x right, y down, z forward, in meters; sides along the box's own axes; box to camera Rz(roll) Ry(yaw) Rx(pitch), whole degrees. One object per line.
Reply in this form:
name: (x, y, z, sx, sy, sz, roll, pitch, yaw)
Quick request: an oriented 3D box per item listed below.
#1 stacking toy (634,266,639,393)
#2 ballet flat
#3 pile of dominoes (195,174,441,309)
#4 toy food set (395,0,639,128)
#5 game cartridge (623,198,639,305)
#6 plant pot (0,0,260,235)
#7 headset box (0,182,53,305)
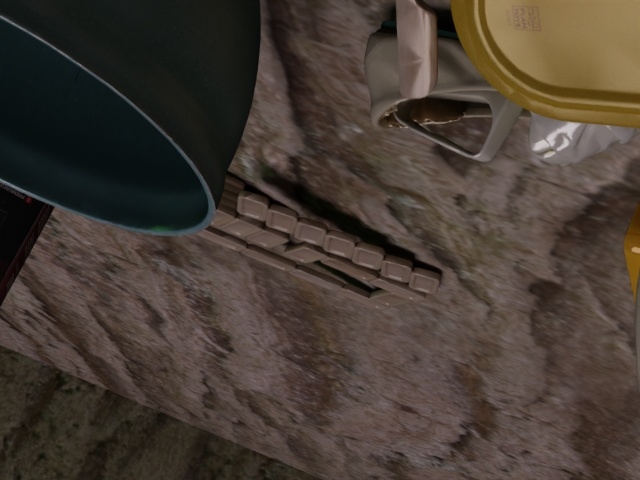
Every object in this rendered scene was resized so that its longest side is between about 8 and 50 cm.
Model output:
stacking toy: (0.346, 0.088, 0.699, 0.351, 0.350, 0.480, 19, 170, 18)
ballet flat: (0.129, -0.085, 0.838, 0.248, 0.086, 0.086, 11, 157, 40)
pile of dominoes: (0.000, 0.000, 1.363, 0.251, 0.040, 0.196, 23, 163, -19)
toy food set: (0.146, -0.134, 0.725, 0.218, 0.071, 0.128, 10, 130, 31)
game cartridge: (0.398, 0.086, 1.011, 0.324, 0.052, 0.285, 17, 160, 25)
plant pot: (-0.155, -0.160, 0.824, 0.293, 0.196, 0.293, 22, 161, 8)
headset box: (-0.297, -0.091, 1.050, 0.218, 0.293, 0.110, 27, 162, -6)
